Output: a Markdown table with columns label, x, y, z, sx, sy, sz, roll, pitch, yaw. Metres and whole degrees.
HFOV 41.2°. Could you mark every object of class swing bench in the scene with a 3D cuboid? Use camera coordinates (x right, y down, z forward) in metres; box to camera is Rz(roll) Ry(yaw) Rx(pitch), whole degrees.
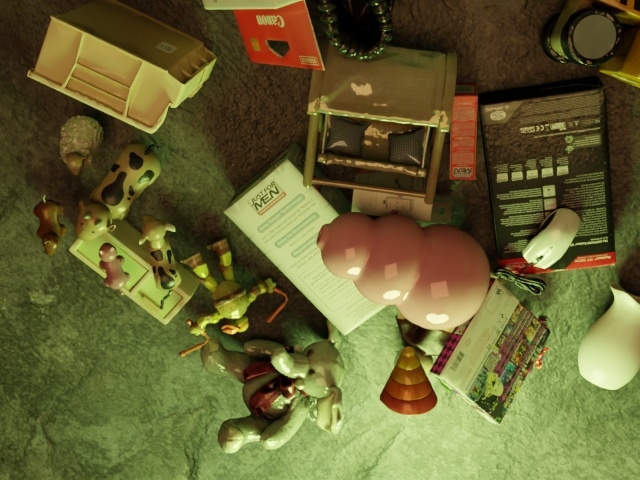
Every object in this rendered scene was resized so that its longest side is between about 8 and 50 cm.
| label | x | y | z | sx | sy | sz | roll | pitch | yaw |
| --- | --- | --- | --- | --- | --- | --- | --- | --- | --- |
| swing bench | 0.107 | -0.225 | 1.579 | 0.254 | 0.165 | 0.254 | 7 | 136 | 3 |

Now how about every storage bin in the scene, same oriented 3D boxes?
| label | x | y | z | sx | sy | sz | roll | pitch | yaw |
| --- | --- | --- | --- | --- | --- | --- | --- | --- | --- |
| storage bin | -0.357 | -0.334 | 1.595 | 0.261 | 0.262 | 0.123 | 26 | 114 | -3 |

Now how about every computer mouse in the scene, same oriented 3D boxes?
| label | x | y | z | sx | sy | sz | roll | pitch | yaw |
| --- | --- | --- | --- | --- | --- | --- | --- | --- | --- |
| computer mouse | 0.432 | 0.021 | 1.657 | 0.106 | 0.042 | 0.193 | 29 | 117 | -4 |

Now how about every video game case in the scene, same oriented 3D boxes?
| label | x | y | z | sx | sy | sz | roll | pitch | yaw |
| --- | --- | --- | --- | --- | --- | --- | --- | --- | --- |
| video game case | 0.349 | 0.225 | 1.730 | 0.210 | 0.042 | 0.232 | 40 | 75 | -29 |

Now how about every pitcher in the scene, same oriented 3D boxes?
| label | x | y | z | sx | sy | sz | roll | pitch | yaw |
| --- | --- | --- | --- | --- | --- | --- | --- | --- | --- |
| pitcher | 0.646 | 0.210 | 1.776 | 0.178 | 0.125 | 0.207 | 19 | 106 | -2 |

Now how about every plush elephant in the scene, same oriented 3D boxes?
| label | x | y | z | sx | sy | sz | roll | pitch | yaw |
| --- | --- | --- | --- | --- | --- | --- | --- | --- | --- |
| plush elephant | -0.061 | 0.303 | 1.860 | 0.330 | 0.271 | 0.255 | 14 | 136 | -30 |

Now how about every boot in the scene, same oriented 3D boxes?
| label | x | y | z | sx | sy | sz | roll | pitch | yaw |
| --- | --- | --- | --- | --- | --- | --- | --- | --- | --- |
| boot | 0.002 | -0.478 | 1.467 | 0.348 | 0.260 | 0.131 | 41 | 115 | -11 |

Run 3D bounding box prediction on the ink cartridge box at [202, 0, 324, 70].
| label | x | y | z | sx | sy | sz | roll | pitch | yaw |
| --- | --- | --- | --- | --- | --- | --- | --- | --- | --- |
| ink cartridge box | -0.121 | -0.426 | 1.511 | 0.066 | 0.296 | 0.261 | -26 | 115 | -23 |

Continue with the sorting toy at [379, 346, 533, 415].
| label | x | y | z | sx | sy | sz | roll | pitch | yaw |
| --- | --- | --- | --- | --- | --- | --- | --- | --- | --- |
| sorting toy | 0.294 | 0.251 | 1.790 | 0.366 | 0.127 | 0.126 | -12 | 114 | -21 |

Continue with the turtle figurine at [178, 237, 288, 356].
| label | x | y | z | sx | sy | sz | roll | pitch | yaw |
| --- | --- | --- | --- | --- | --- | --- | --- | --- | --- |
| turtle figurine | -0.216 | 0.120 | 1.839 | 0.270 | 0.087 | 0.217 | -27 | 96 | -14 |

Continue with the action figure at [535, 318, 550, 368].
| label | x | y | z | sx | sy | sz | roll | pitch | yaw |
| --- | --- | --- | --- | --- | --- | --- | --- | --- | --- |
| action figure | 0.480 | 0.230 | 1.854 | 0.030 | 0.038 | 0.115 | 3 | 114 | 3 |

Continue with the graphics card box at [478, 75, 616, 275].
| label | x | y | z | sx | sy | sz | roll | pitch | yaw |
| --- | --- | --- | --- | --- | --- | --- | --- | --- | --- |
| graphics card box | 0.444 | -0.119 | 1.663 | 0.233 | 0.094 | 0.370 | -7 | 115 | 13 |

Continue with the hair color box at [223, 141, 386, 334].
| label | x | y | z | sx | sy | sz | roll | pitch | yaw |
| --- | --- | --- | --- | --- | --- | --- | --- | --- | --- |
| hair color box | 0.000 | 0.000 | 1.780 | 0.185 | 0.113 | 0.374 | -38 | 105 | 22 |

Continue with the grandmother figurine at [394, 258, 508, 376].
| label | x | y | z | sx | sy | sz | roll | pitch | yaw |
| --- | --- | --- | --- | --- | --- | --- | --- | --- | --- |
| grandmother figurine | 0.256 | 0.179 | 1.833 | 0.208 | 0.104 | 0.342 | 26 | 115 | -3 |

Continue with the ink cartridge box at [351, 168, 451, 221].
| label | x | y | z | sx | sy | sz | roll | pitch | yaw |
| --- | --- | --- | --- | --- | --- | --- | --- | --- | --- |
| ink cartridge box | 0.167 | -0.095 | 1.706 | 0.198 | 0.115 | 0.067 | 7 | 117 | 5 |

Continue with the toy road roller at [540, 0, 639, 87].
| label | x | y | z | sx | sy | sz | roll | pitch | yaw |
| --- | --- | --- | --- | --- | --- | --- | --- | --- | --- |
| toy road roller | 0.562 | -0.383 | 1.462 | 0.330 | 0.202 | 0.240 | 22 | 103 | -3 |

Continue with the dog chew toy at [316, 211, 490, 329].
| label | x | y | z | sx | sy | sz | roll | pitch | yaw |
| --- | --- | --- | --- | --- | --- | --- | --- | --- | --- |
| dog chew toy | 0.152 | 0.044 | 1.632 | 0.332 | 0.206 | 0.206 | 19 | 117 | -10 |

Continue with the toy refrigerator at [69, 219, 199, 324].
| label | x | y | z | sx | sy | sz | roll | pitch | yaw |
| --- | --- | --- | --- | --- | --- | --- | --- | --- | --- |
| toy refrigerator | -0.409 | 0.057 | 1.884 | 0.269 | 0.094 | 0.102 | 40 | 115 | -11 |

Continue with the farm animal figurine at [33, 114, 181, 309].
| label | x | y | z | sx | sy | sz | roll | pitch | yaw |
| --- | --- | --- | --- | --- | --- | --- | --- | --- | --- |
| farm animal figurine | -0.409 | -0.057 | 1.732 | 0.331 | 0.172 | 0.326 | 20 | 87 | -12 |

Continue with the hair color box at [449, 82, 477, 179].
| label | x | y | z | sx | sy | sz | roll | pitch | yaw |
| --- | --- | --- | --- | --- | --- | --- | --- | --- | --- |
| hair color box | 0.277 | -0.211 | 1.645 | 0.054 | 0.093 | 0.167 | 2 | 116 | 8 |
